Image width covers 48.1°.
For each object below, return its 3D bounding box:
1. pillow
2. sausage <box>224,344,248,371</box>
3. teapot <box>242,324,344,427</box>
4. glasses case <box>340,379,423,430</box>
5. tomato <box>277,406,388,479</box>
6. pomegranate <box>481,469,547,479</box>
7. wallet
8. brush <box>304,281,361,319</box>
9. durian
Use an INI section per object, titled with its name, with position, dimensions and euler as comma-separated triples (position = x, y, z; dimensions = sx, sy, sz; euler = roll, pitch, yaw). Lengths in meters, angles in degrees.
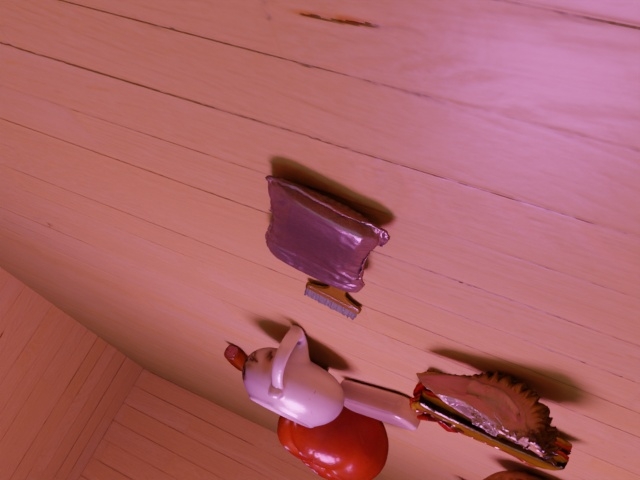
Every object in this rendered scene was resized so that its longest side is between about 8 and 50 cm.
[pillow]
position = -0.003, -0.001, 0.769
dimensions = 0.135, 0.034, 0.211
euler = 25, 160, 4
[sausage]
position = -0.204, 0.296, 1.786
dimensions = 0.041, 0.039, 0.131
euler = 13, 158, 18
[teapot]
position = -0.047, 0.262, 1.349
dimensions = 0.204, 0.139, 0.298
euler = 25, 163, 13
[glasses case]
position = 0.113, 0.322, 1.409
dimensions = 0.196, 0.050, 0.083
euler = 5, 153, 48
[tomato]
position = 0.031, 0.435, 1.610
dimensions = 0.260, 0.180, 0.260
euler = 22, 158, 10
[pomegranate]
position = 0.397, 0.564, 1.425
dimensions = 0.215, 0.215, 0.215
euler = 25, 160, 9
[wallet]
position = 0.255, 0.294, 1.127
dimensions = 0.241, 0.067, 0.141
euler = 25, 162, 5
[brush]
position = 0.024, 0.060, 0.926
dimensions = 0.083, 0.011, 0.205
euler = 28, 160, 4
[durian]
position = 0.224, 0.208, 0.949
dimensions = 0.224, 0.078, 0.140
euler = 27, 176, 37
